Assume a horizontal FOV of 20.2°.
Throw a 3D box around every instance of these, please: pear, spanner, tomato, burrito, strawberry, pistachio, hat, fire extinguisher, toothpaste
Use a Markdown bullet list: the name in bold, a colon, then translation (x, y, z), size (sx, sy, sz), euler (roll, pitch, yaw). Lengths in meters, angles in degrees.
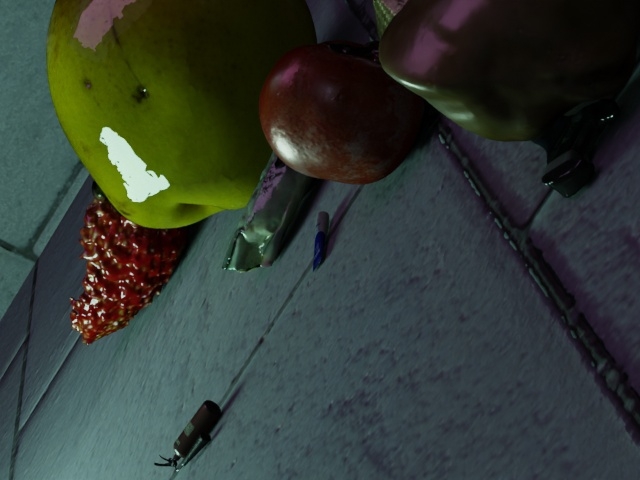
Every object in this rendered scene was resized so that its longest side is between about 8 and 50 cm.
- **pear**: translation (-0.182, -0.232, 2.384), size (0.362, 0.362, 0.418), euler (154, 113, -65)
- **spanner**: translation (0.194, -0.105, 1.558), size (0.087, 0.024, 0.316), euler (-57, 14, 7)
- **tomato**: translation (0.020, -0.140, 1.913), size (0.187, 0.187, 0.151), euler (-99, 19, -67)
- **burrito**: translation (-0.031, -0.093, 2.181), size (0.309, 0.066, 0.096), euler (-61, 10, -5)
- **strawberry**: translation (-0.264, 0.025, 2.675), size (0.233, 0.138, 0.306), euler (-49, -26, -54)
- **pistachio**: translation (0.164, -0.188, 1.502), size (0.260, 0.213, 0.163), euler (-61, -25, -56)
- **hat**: translation (0.087, -0.280, 2.137), size (0.146, 0.067, 0.146), euler (-54, 16, 23)
- **fire extinguisher**: translation (-0.145, 0.232, 2.042), size (0.100, 0.032, 0.046), euler (-55, 50, 19)
- **toothpaste**: translation (0.000, 0.000, 2.010), size (0.083, 0.015, 0.024), euler (-83, 18, -44)
